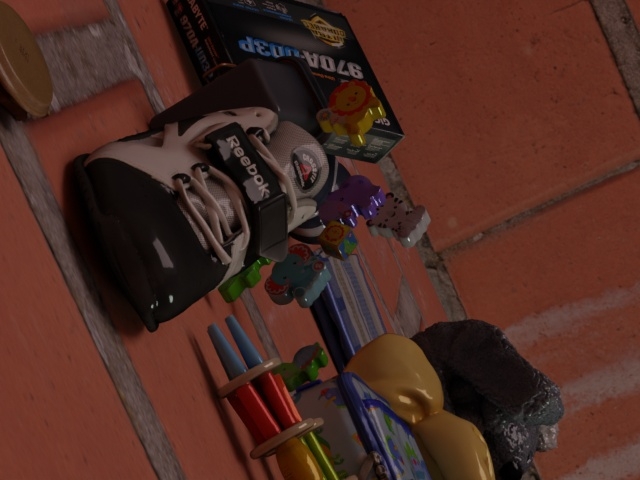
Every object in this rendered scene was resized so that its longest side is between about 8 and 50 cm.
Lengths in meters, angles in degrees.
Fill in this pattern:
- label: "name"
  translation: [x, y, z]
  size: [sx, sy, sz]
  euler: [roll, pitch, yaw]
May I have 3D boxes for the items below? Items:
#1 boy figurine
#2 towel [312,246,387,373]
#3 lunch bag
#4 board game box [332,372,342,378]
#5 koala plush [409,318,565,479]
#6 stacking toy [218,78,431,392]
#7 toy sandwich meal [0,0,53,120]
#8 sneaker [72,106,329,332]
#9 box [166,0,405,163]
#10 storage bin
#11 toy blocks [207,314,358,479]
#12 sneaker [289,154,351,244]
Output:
- label: "boy figurine"
  translation: [0.111, 0.220, 1.704]
  size: [0.285, 0.092, 0.177]
  euler: [63, -16, -7]
- label: "towel"
  translation: [0.038, 0.103, 2.069]
  size: [0.285, 0.034, 0.209]
  euler: [-16, 85, -81]
- label: "lunch bag"
  translation: [0.041, 0.203, 1.540]
  size: [0.176, 0.090, 0.219]
  euler: [66, 5, 20]
- label: "board game box"
  translation: [0.071, 0.263, 1.799]
  size: [0.145, 0.027, 0.281]
  euler: [59, 10, -35]
- label: "koala plush"
  translation: [0.201, 0.221, 2.291]
  size: [0.221, 0.196, 0.203]
  euler: [53, 5, -47]
- label: "stacking toy"
  translation: [0.000, 0.000, 1.546]
  size: [0.052, 0.221, 0.167]
  euler: [22, -25, 33]
- label: "toy sandwich meal"
  translation: [-0.186, -0.104, 1.101]
  size: [0.085, 0.029, 0.085]
  euler: [61, 13, -24]
- label: "sneaker"
  translation: [-0.071, -0.036, 1.267]
  size: [0.330, 0.146, 0.122]
  euler: [-76, 143, -77]
- label: "box"
  translation: [-0.035, -0.172, 1.892]
  size: [0.220, 0.051, 0.175]
  euler: [10, 46, -43]
- label: "storage bin"
  translation: [-0.073, -0.102, 1.538]
  size: [0.098, 0.135, 0.091]
  euler: [64, 16, 13]
- label: "toy blocks"
  translation: [-0.034, 0.125, 1.364]
  size: [0.148, 0.054, 0.123]
  euler: [61, 3, 7]
- label: "sneaker"
  translation: [-0.024, -0.112, 2.025]
  size: [0.153, 0.099, 0.282]
  euler: [55, 19, -35]
